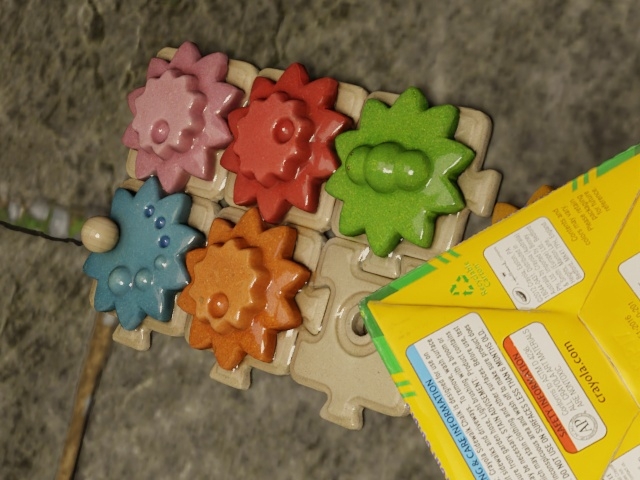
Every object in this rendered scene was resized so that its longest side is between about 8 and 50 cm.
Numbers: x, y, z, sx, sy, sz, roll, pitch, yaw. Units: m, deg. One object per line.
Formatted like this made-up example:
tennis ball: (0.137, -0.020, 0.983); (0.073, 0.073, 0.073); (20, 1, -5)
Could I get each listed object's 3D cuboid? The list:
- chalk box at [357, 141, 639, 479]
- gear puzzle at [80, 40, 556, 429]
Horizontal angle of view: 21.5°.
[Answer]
chalk box: (0.116, 0.083, 0.645); (0.132, 0.213, 0.132); (-29, 61, -1)
gear puzzle: (0.000, 0.000, 0.856); (0.339, 0.044, 0.176); (16, 90, 39)
